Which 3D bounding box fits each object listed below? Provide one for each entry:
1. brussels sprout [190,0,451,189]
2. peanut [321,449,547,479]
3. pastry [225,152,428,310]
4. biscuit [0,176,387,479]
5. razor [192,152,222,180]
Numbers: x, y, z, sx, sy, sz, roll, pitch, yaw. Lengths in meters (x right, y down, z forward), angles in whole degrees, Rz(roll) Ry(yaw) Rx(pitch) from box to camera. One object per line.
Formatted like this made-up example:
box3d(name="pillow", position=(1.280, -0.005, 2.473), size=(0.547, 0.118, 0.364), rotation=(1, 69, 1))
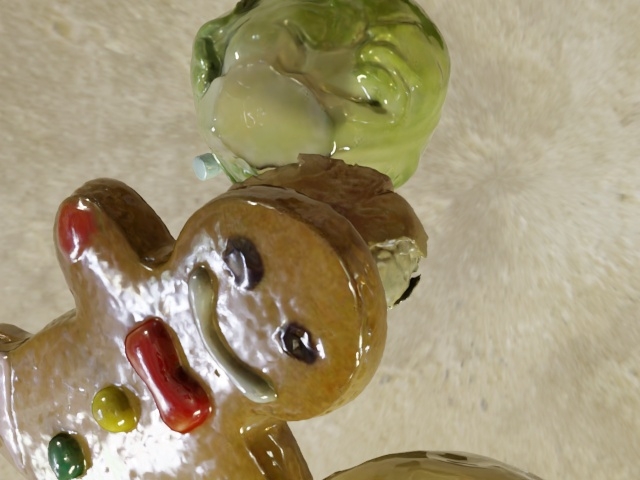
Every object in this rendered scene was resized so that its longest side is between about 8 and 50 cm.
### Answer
box3d(name="brussels sprout", position=(-0.005, -0.129, 1.250), size=(0.244, 0.244, 0.244), rotation=(0, 92, 7))
box3d(name="peanut", position=(0.111, 0.199, 0.563), size=(0.319, 0.147, 0.147), rotation=(38, 96, -11))
box3d(name="pastry", position=(-0.001, 0.002, 1.036), size=(0.153, 0.153, 0.081), rotation=(-1, 131, 7))
box3d(name="biscuit", position=(-0.116, 0.100, 0.978), size=(0.432, 0.064, 0.283), rotation=(-34, 85, 44))
box3d(name="razor", position=(-0.026, -0.104, 1.468), size=(0.106, 0.232, 0.068), rotation=(47, 140, 28))
